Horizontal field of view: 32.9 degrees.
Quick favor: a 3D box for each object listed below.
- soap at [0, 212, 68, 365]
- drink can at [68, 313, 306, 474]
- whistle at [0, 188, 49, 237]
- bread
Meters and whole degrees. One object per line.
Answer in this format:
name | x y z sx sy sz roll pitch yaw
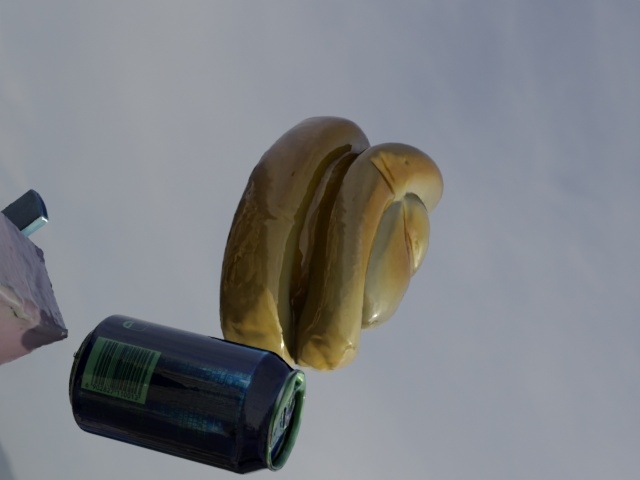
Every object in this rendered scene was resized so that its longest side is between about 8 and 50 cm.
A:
soap | -0.379 0.059 0.829 0.285 0.296 0.107 76 -11 -70
drink can | -0.122 0.143 0.999 0.204 0.118 0.118 13 -45 15
whistle | -0.380 0.014 1.325 0.090 0.158 0.090 54 7 -10
bread | 0.013 0.021 1.519 0.245 0.424 0.329 23 -50 9
